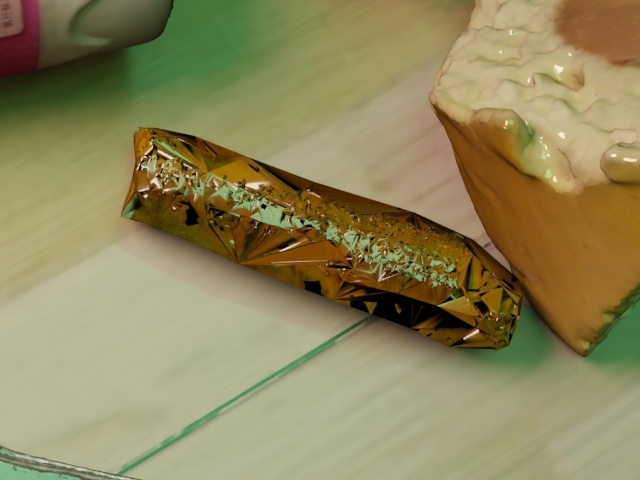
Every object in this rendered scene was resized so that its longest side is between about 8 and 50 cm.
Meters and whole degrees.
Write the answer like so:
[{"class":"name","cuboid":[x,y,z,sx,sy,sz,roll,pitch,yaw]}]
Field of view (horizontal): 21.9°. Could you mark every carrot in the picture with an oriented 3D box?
[{"class":"carrot","cuboid":[0.000,0.001,0.891,0.228,0.069,0.069,21,72,-6]}]

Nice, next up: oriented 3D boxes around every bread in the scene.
[{"class":"bread","cuboid":[0.153,-0.091,0.872,0.183,0.224,0.211,-37,79,-14]}]

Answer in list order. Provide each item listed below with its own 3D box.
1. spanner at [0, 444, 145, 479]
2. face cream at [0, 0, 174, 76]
[{"class":"spanner","cuboid":[-0.112,0.130,0.851,0.325,0.026,0.093,15,72,-11]},{"class":"face cream","cuboid":[-0.187,-0.167,0.830,0.195,0.175,0.175,-12,79,-15]}]
